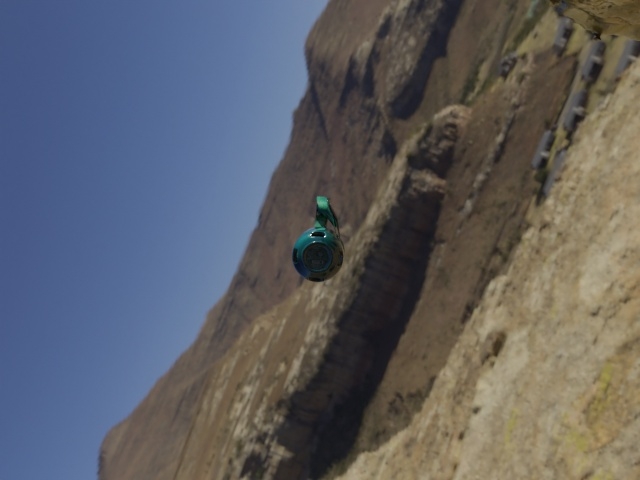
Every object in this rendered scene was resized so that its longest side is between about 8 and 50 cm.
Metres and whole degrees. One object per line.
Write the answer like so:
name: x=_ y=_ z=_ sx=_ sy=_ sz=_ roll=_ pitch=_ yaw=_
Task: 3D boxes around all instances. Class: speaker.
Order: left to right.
speaker: x=0.005 y=0.000 z=0.906 sx=0.075 sy=0.060 sz=0.094 roll=-74 pitch=8 yaw=-83

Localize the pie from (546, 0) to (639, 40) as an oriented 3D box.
pie: x=0.298 y=-0.189 z=0.592 sx=0.274 sy=0.274 sz=0.055 roll=-68 pitch=-11 yaw=-85
